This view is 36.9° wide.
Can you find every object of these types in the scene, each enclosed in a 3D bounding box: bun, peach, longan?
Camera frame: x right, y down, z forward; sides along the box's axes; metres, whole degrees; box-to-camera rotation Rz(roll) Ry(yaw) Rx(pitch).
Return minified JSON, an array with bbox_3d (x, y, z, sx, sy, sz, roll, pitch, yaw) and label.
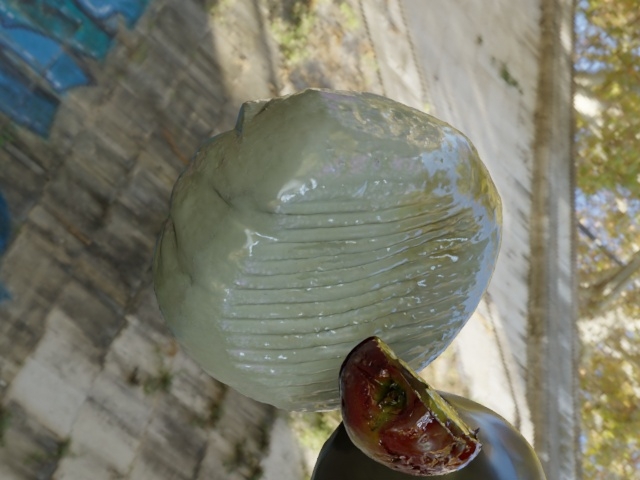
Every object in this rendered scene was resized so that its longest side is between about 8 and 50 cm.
[{"bbox_3d":[0.000,0.000,0.980,0.365,0.365,0.219,-43,-137,15],"label":"bun"},{"bbox_3d":[0.041,0.089,0.483,0.050,0.083,0.077,-48,-117,4],"label":"peach"},{"bbox_3d":[0.099,0.268,0.919,0.248,0.248,0.248,-40,-157,21],"label":"longan"}]
